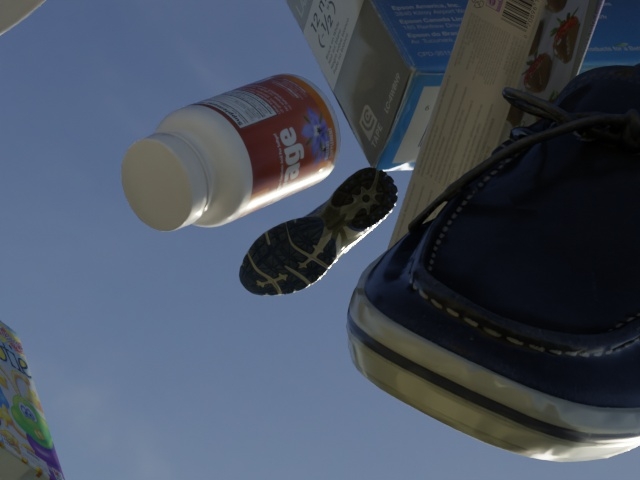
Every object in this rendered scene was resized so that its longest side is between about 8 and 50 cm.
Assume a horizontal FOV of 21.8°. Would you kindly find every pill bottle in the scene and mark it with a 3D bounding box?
[{"bbox_3d":[-0.088,-0.083,1.626,0.121,0.216,0.121,17,-62,35],"label":"pill bottle"}]

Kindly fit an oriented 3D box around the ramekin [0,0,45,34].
[{"bbox_3d":[-0.309,-0.268,1.250,0.135,0.277,0.277,52,-23,22],"label":"ramekin"}]

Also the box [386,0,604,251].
[{"bbox_3d":[0.106,-0.045,1.125,0.067,0.063,0.324,35,-61,40],"label":"box"}]

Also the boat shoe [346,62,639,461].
[{"bbox_3d":[0.171,-0.017,0.949,0.187,0.500,0.156,27,-63,23],"label":"boat shoe"}]

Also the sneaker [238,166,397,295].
[{"bbox_3d":[0.000,0.000,1.240,0.052,0.135,0.058,57,-6,5],"label":"sneaker"}]

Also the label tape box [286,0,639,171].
[{"bbox_3d":[0.108,-0.213,1.364,0.249,0.348,0.115,-4,-44,-24],"label":"label tape box"}]

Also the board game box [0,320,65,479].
[{"bbox_3d":[-0.403,0.197,1.841,0.142,0.144,0.275,45,9,-41],"label":"board game box"}]
